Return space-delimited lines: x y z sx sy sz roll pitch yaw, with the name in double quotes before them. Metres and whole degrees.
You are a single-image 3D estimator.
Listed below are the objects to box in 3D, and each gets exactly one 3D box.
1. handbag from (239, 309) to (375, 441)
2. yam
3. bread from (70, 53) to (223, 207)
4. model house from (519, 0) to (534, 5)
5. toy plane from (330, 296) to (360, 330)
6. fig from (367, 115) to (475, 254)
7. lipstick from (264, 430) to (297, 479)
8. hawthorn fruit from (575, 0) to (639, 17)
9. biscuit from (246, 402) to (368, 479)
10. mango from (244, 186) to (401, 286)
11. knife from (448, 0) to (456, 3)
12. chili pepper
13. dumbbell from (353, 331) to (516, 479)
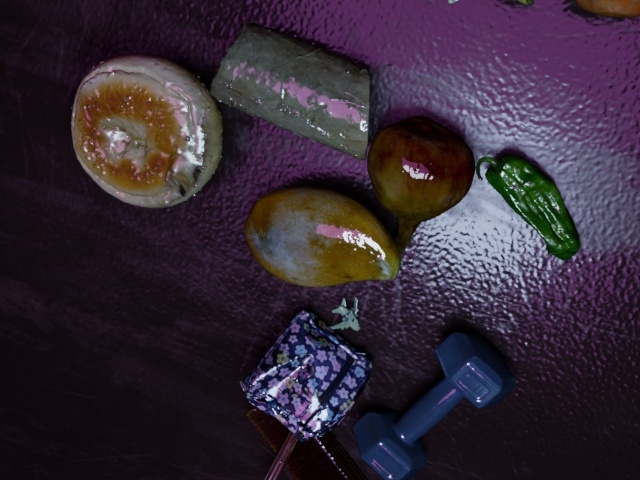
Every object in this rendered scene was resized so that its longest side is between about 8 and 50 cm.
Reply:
"handbag" -0.019 0.268 1.385 0.208 0.127 0.229 40 66 0
"yam" -0.032 -0.267 1.256 0.304 0.168 0.168 23 108 6
"bread" -0.320 -0.206 1.336 0.305 0.159 0.306 5 108 17
"model house" 0.318 -0.525 1.095 0.193 0.175 0.234 39 110 11
"toy plane" 0.057 0.153 1.400 0.080 0.033 0.083 -50 120 -20
"fig" 0.154 -0.099 1.279 0.190 0.191 0.290 35 146 3
"lipstick" -0.069 0.425 1.435 0.027 0.027 0.177 27 107 5
"hawthorn fruit" 0.492 -0.425 1.114 0.189 0.149 0.149 0 105 -10
"biscuit" -0.004 0.467 1.481 0.107 0.073 0.388 -36 93 17
"mango" 0.000 0.000 1.301 0.316 0.146 0.193 13 119 28
"knife" 0.311 -0.465 1.207 0.207 0.014 0.030 -26 96 19
"chili pepper" 0.379 -0.065 1.255 0.100 0.074 0.257 -43 97 2
"dumbbell" 0.214 0.322 1.358 0.325 0.160 0.144 -49 58 19
